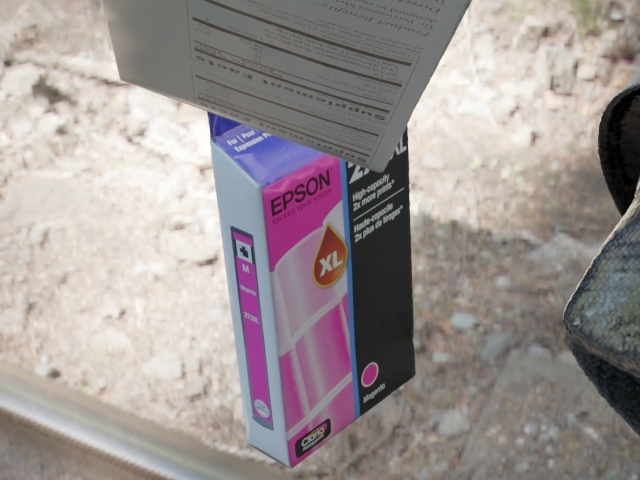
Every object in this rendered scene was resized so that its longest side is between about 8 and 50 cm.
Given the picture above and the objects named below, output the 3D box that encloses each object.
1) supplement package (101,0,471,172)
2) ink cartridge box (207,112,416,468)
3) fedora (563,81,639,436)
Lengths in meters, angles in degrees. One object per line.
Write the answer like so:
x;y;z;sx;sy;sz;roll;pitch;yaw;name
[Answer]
-0.003;-0.134;0.492;0.133;0.244;0.139;20;78;-1;supplement package
0.000;0.000;1.085;0.069;0.371;0.175;22;40;39;ink cartridge box
0.254;0.061;0.706;0.334;0.334;0.152;34;73;34;fedora
